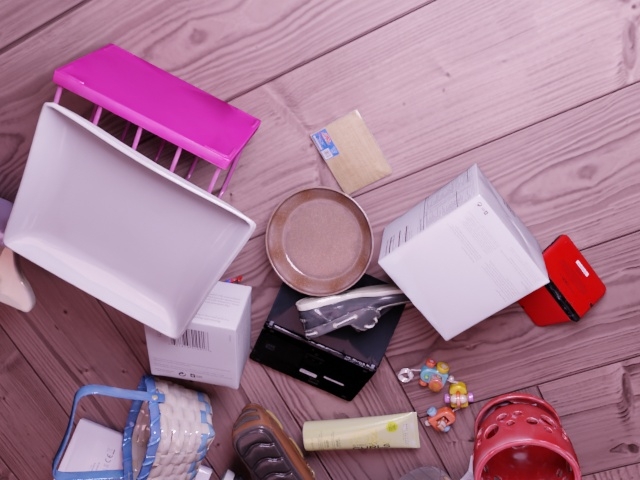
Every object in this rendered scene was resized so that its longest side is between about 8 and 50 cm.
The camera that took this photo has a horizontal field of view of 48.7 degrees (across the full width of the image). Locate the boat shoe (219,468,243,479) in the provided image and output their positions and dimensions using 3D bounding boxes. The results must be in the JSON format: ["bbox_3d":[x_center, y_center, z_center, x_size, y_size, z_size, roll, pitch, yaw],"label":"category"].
[{"bbox_3d":[-0.229,0.630,1.590,0.091,0.114,0.302,29,132,-1],"label":"boat shoe"}]

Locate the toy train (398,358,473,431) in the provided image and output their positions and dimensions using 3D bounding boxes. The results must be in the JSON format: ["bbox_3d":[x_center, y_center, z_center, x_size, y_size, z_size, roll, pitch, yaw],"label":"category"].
[{"bbox_3d":[0.232,0.316,1.409,0.125,0.046,0.166,-31,107,22],"label":"toy train"}]

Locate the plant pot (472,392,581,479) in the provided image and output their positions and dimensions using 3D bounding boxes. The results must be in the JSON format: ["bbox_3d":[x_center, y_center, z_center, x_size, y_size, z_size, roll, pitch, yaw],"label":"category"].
[{"bbox_3d":[0.387,0.400,1.351,0.191,0.174,0.191,4,117,9],"label":"plant pot"}]

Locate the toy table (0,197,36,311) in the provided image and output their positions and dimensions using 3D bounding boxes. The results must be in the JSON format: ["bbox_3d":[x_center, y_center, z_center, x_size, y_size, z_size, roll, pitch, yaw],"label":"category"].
[{"bbox_3d":[-0.639,0.012,1.324,0.274,0.252,0.161,28,101,5],"label":"toy table"}]

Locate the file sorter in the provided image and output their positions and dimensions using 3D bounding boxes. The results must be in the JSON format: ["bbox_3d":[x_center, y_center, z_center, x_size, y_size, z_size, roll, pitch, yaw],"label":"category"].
[{"bbox_3d":[-0.285,-0.162,1.180,0.290,0.202,0.182,27,119,-4],"label":"file sorter"}]

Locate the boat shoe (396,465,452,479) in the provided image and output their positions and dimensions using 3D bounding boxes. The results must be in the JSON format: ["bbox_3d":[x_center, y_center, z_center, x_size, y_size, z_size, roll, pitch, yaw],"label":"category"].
[{"bbox_3d":[0.123,0.593,1.459,0.355,0.132,0.130,-14,122,-13],"label":"boat shoe"}]

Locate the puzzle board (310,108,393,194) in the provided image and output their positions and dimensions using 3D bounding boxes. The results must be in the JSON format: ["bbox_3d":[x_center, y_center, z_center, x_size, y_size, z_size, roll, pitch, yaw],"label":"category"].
[{"bbox_3d":[0.054,-0.153,1.232,0.096,0.011,0.128,-25,108,21],"label":"puzzle board"}]

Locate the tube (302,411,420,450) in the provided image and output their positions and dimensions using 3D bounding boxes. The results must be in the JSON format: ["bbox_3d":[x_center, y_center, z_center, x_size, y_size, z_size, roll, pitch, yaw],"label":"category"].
[{"bbox_3d":[0.084,0.401,1.473,0.240,0.062,0.070,-5,155,7],"label":"tube"}]

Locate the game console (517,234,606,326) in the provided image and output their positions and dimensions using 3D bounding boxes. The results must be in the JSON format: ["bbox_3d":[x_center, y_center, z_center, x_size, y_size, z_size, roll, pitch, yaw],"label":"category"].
[{"bbox_3d":[0.417,0.074,1.277,0.124,0.085,0.144,-43,105,-7],"label":"game console"}]

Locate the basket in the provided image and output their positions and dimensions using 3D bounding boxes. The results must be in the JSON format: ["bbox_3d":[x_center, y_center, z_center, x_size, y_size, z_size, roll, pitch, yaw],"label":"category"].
[{"bbox_3d":[-0.383,0.409,1.458,0.289,0.201,0.255,10,121,-31],"label":"basket"}]

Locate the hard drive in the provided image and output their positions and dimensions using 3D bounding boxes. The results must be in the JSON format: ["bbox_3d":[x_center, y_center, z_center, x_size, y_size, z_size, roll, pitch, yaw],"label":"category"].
[{"bbox_3d":[-0.431,0.559,1.590,0.318,0.040,0.210,22,83,-1],"label":"hard drive"}]

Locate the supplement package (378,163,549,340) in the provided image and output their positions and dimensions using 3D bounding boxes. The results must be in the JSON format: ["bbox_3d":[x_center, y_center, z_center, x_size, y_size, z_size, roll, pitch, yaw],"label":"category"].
[{"bbox_3d":[0.240,0.020,1.204,0.203,0.149,0.194,-35,105,23],"label":"supplement package"}]

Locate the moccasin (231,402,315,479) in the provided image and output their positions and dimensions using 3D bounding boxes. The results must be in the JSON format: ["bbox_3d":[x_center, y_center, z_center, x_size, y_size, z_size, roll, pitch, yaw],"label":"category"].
[{"bbox_3d":[-0.077,0.522,1.524,0.139,0.147,0.380,-30,104,7],"label":"moccasin"}]

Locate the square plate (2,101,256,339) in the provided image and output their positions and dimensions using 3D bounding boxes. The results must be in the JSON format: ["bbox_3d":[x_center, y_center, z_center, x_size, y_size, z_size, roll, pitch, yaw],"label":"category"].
[{"bbox_3d":[-0.316,-0.019,1.137,0.347,0.049,0.344,31,132,-9],"label":"square plate"}]

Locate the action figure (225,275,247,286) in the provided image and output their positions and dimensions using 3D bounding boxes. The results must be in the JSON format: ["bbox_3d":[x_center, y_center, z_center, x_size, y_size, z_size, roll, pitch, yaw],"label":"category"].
[{"bbox_3d":[-0.204,0.100,1.392,0.115,0.030,0.038,-17,117,19],"label":"action figure"}]

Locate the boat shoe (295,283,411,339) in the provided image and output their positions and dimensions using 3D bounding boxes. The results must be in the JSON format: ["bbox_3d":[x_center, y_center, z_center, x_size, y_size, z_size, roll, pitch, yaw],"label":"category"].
[{"bbox_3d":[0.076,0.125,1.292,0.233,0.084,0.079,-12,93,4],"label":"boat shoe"}]

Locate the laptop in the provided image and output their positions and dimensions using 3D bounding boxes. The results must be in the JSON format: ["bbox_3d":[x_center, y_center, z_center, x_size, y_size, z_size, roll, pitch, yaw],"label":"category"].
[{"bbox_3d":[0.011,0.173,1.398,0.234,0.137,0.264,24,143,-2],"label":"laptop"}]

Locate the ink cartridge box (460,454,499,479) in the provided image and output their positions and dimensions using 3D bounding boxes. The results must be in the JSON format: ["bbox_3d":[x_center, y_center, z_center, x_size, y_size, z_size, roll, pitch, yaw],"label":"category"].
[{"bbox_3d":[0.334,0.549,1.452,0.104,0.061,0.181,12,98,27],"label":"ink cartridge box"}]

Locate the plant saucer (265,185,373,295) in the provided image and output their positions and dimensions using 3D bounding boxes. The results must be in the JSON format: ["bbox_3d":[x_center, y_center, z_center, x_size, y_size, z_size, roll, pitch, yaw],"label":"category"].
[{"bbox_3d":[0.000,0.000,1.278,0.198,0.036,0.199,2,98,13],"label":"plant saucer"}]

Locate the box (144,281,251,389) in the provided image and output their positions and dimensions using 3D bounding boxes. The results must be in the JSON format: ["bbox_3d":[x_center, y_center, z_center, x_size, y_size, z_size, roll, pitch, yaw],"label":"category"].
[{"bbox_3d":[-0.231,0.174,1.361,0.181,0.119,0.182,9,131,6],"label":"box"}]
